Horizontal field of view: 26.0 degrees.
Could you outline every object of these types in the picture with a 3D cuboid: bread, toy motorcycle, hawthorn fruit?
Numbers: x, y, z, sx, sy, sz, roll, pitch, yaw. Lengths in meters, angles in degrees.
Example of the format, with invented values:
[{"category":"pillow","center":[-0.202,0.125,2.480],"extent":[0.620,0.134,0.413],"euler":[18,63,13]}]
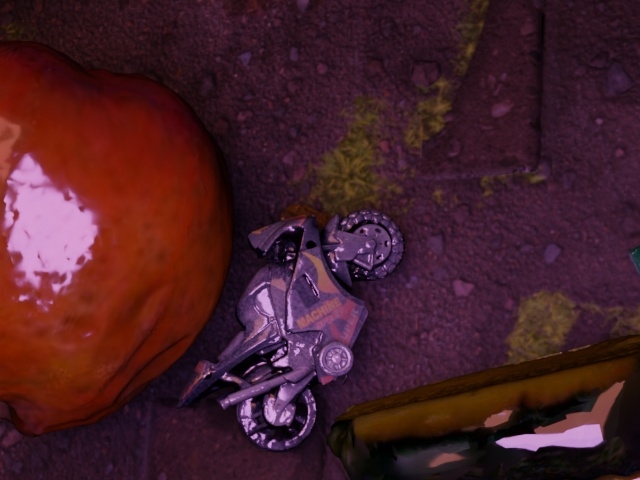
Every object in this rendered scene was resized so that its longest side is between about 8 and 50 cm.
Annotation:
[{"category":"bread","center":[0.000,0.000,1.659],"extent":[0.110,0.060,0.066],"euler":[24,53,27]},{"category":"toy motorcycle","center":[-0.033,0.084,1.571],"extent":[0.173,0.108,0.307],"euler":[29,82,-4]},{"category":"bread","center":[0.203,0.222,1.392],"extent":[0.377,0.251,0.208],"euler":[-19,93,16]},{"category":"hawthorn fruit","center":[-0.320,0.000,1.601],"extent":[0.472,0.472,0.471],"euler":[-8,69,21]}]

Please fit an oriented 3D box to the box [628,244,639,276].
[{"category":"box","center":[0.494,0.112,1.367],"extent":[0.264,0.106,0.336],"euler":[-23,63,3]}]
